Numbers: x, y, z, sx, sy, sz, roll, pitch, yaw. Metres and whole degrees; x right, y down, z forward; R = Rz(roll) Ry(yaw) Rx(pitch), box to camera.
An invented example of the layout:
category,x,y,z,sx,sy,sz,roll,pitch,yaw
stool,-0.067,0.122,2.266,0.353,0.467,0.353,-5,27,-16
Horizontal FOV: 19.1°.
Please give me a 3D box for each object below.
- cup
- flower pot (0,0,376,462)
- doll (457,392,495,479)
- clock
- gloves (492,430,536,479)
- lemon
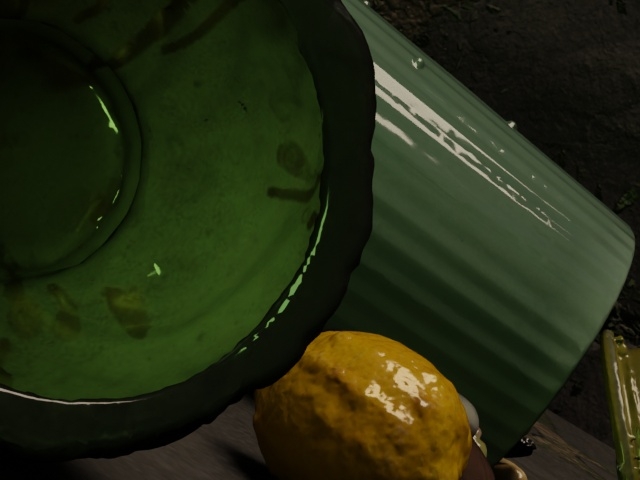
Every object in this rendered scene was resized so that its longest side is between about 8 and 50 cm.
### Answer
category,x,y,z,sx,sy,sz,roll,pitch,yaw
cup,0.015,-0.020,1.555,0.392,0.310,0.401,36,4,-5
flower pot,-0.138,-0.044,0.893,0.267,0.266,0.267,30,-7,-21
doll,0.063,0.142,1.279,0.145,0.096,0.188,40,-4,24
clock,0.250,0.176,1.400,0.057,0.237,0.237,-10,-4,9
gloves,0.122,0.159,1.736,0.180,0.106,0.129,61,12,23
lemon,0.021,0.110,1.136,0.155,0.114,0.114,26,0,35
